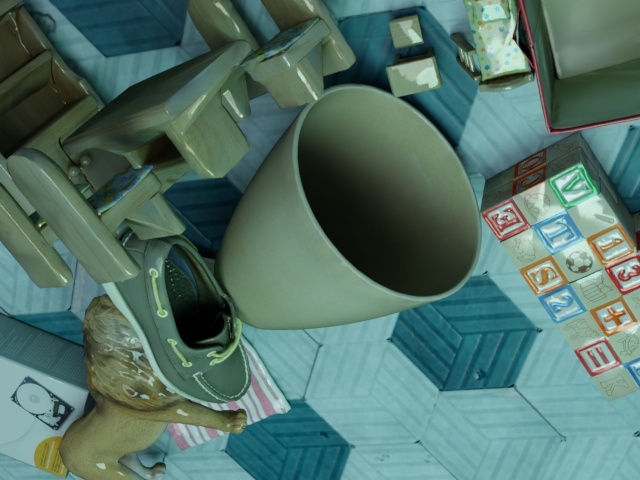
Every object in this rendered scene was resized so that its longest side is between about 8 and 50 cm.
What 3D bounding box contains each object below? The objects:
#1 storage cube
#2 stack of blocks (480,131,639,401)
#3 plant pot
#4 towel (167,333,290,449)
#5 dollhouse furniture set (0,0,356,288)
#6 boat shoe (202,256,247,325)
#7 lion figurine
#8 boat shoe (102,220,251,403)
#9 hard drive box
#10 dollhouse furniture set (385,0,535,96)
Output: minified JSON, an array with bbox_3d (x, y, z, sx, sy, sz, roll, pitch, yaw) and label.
[{"bbox_3d":[0.296,-0.237,0.992,0.215,0.193,0.184,-9,116,19],"label":"storage cube"},{"bbox_3d":[0.337,0.026,1.192,0.171,0.087,0.297,-29,109,26],"label":"stack of blocks"},{"bbox_3d":[0.000,0.000,1.187,0.256,0.256,0.274,42,137,-12],"label":"plant pot"},{"bbox_3d":[-0.156,0.217,1.452,0.197,0.029,0.144,-24,112,24],"label":"towel"},{"bbox_3d":[-0.243,-0.159,1.083,0.394,0.362,0.256,-8,123,51],"label":"dollhouse furniture set"},{"bbox_3d":[-0.132,0.065,1.355,0.206,0.075,0.065,21,165,-5],"label":"boat shoe"},{"bbox_3d":[-0.257,0.238,1.367,0.240,0.142,0.392,21,118,-25],"label":"lion figurine"},{"bbox_3d":[-0.148,0.098,1.187,0.091,0.109,0.305,8,143,34],"label":"boat shoe"},{"bbox_3d":[-0.442,0.216,1.484,0.232,0.089,0.181,21,121,1],"label":"hard drive box"},{"bbox_3d":[0.129,-0.247,1.078,0.161,0.101,0.182,-10,116,18],"label":"dollhouse furniture set"}]
